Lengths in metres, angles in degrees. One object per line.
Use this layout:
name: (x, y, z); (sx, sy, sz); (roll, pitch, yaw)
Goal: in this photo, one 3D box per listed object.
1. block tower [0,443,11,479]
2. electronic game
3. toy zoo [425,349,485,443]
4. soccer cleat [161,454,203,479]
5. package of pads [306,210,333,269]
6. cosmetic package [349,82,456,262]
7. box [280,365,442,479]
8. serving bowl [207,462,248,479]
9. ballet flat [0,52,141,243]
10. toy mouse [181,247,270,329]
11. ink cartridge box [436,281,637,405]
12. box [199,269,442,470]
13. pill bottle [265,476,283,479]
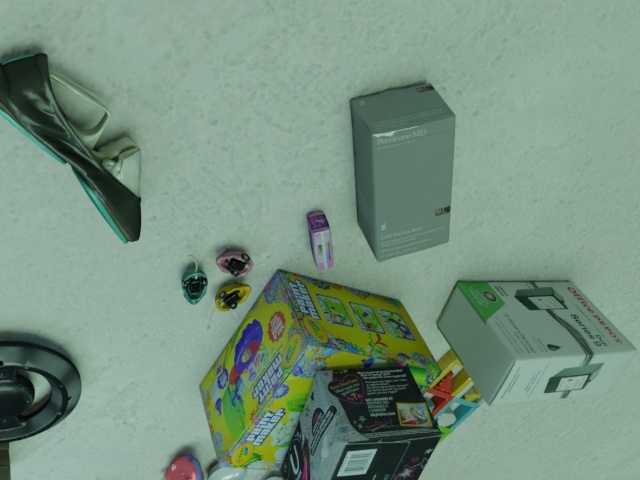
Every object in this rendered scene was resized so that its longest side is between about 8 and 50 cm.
block tower: (-0.648, 0.359, 1.092); (0.335, 0.091, 0.097); (12, 123, -32)
electronic game: (-0.486, 0.236, 1.089); (0.229, 0.048, 0.229); (-13, 134, -13)
toy zoo: (0.275, 0.331, 1.525); (0.192, 0.030, 0.293); (25, 115, -37)
soccer cleat: (-0.258, 0.503, 1.412); (0.095, 0.083, 0.248); (-26, 137, -45)
package of pads: (0.000, 0.000, 1.103); (0.032, 0.050, 0.083); (-13, 133, -6)
cosmetic package: (0.120, -0.097, 1.040); (0.127, 0.107, 0.238); (-16, 136, -7)
box: (0.051, 0.327, 1.100); (0.163, 0.142, 0.247); (2, 126, -23)
serving bowl: (-0.189, 0.467, 1.434); (0.083, 0.027, 0.083); (-12, 133, -14)
ballet flat: (-0.278, -0.108, 0.862); (0.096, 0.095, 0.280); (-39, 134, -6)
toy mouse: (-0.160, 0.051, 1.088); (0.161, 0.031, 0.143); (-37, 134, 9)
ink cartridge box: (0.400, 0.183, 1.331); (0.289, 0.211, 0.121); (0, 126, -26)
box: (-0.007, 0.238, 1.217); (0.279, 0.177, 0.290); (17, 120, -34)
pill bottle: (-0.003, 0.587, 1.534); (0.264, 0.153, 0.153); (21, 117, -35)
